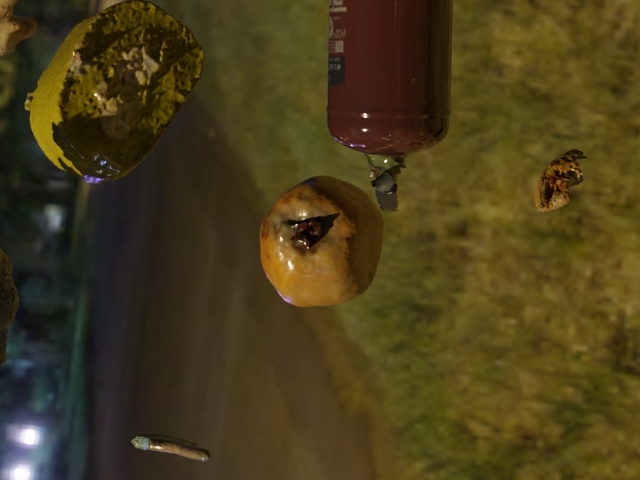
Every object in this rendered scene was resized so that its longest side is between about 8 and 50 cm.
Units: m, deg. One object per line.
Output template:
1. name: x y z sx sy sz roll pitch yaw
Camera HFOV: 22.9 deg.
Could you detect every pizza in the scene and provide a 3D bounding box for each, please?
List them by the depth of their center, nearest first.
1. pizza: 0.224 -0.056 1.472 0.083 0.037 0.016 -52 -19 -28

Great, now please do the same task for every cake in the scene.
1. cake: -0.300 -0.215 2.256 0.260 0.179 0.156 -57 19 -20

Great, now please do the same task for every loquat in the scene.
1. loquat: 0.000 0.000 2.260 0.234 0.176 0.187 9 -104 -70

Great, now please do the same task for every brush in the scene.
1. brush: -0.163 0.244 1.843 0.196 0.070 0.021 178 102 -67

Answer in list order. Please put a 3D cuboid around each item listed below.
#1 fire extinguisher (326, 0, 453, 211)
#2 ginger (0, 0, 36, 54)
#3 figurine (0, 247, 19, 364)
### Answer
1. fire extinguisher: 0.065 -0.188 1.438 0.135 0.114 0.337 -37 -51 -79
2. ginger: -0.225 -0.218 1.239 0.075 0.089 0.288 -55 4 -33
3. figurine: -0.459 0.043 2.079 0.164 0.121 0.262 -26 -69 -55
